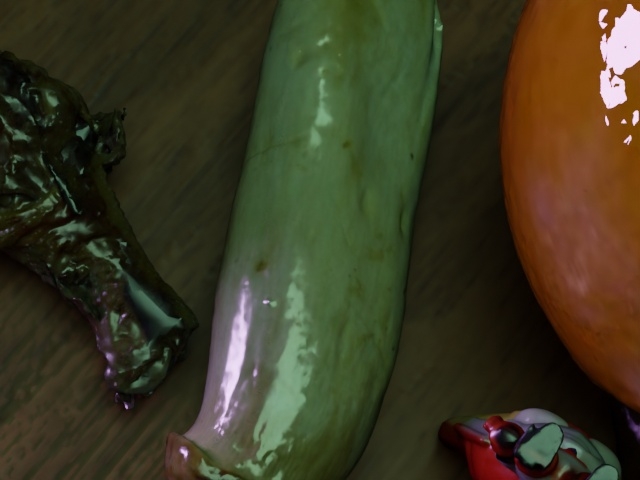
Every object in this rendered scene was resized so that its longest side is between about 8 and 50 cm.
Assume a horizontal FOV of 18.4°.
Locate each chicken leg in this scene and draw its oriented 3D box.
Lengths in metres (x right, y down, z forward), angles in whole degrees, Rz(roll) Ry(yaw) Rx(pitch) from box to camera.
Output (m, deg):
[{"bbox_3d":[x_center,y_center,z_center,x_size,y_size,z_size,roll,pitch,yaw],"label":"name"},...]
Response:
[{"bbox_3d":[-0.134,-0.017,0.966,0.196,0.080,0.125,33,79,-1],"label":"chicken leg"}]

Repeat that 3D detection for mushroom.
[{"bbox_3d":[0.000,0.000,0.959,0.100,0.081,0.312,32,61,-38],"label":"mushroom"}]

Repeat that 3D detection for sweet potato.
[{"bbox_3d":[0.168,0.101,0.961,0.049,0.049,0.117,-31,75,-16],"label":"sweet potato"}]

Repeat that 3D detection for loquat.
[{"bbox_3d":[0.238,-0.040,0.885,0.328,0.328,0.328,2,69,-5],"label":"loquat"}]

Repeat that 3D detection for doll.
[{"bbox_3d":[0.102,0.109,0.889,0.109,0.169,0.057,31,89,6],"label":"doll"}]
